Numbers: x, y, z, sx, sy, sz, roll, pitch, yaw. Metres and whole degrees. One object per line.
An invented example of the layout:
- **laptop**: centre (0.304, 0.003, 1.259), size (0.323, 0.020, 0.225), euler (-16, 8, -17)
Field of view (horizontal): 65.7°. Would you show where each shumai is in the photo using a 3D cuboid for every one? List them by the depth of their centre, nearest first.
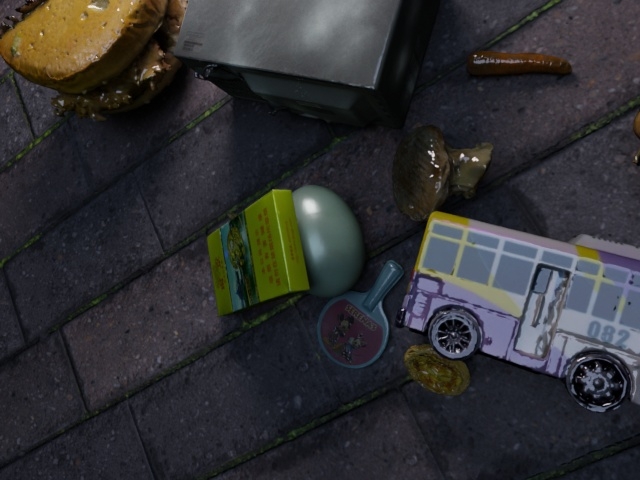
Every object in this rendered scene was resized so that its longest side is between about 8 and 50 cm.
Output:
- **shumai**: centre (0.227, -0.124, 0.932), size (0.152, 0.210, 0.162), euler (1, 126, -11)

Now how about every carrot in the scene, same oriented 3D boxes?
- **carrot**: centre (0.375, -0.335, 0.941), size (0.190, 0.047, 0.047), euler (6, 87, 15)

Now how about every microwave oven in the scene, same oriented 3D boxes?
- **microwave oven**: centre (-0.020, -0.429, 0.991), size (0.431, 0.236, 0.375), euler (17, 90, 21)

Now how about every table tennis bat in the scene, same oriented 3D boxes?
- **table tennis bat**: centre (0.089, 0.147, 1.002), size (0.152, 0.040, 0.244), euler (38, 102, 20)

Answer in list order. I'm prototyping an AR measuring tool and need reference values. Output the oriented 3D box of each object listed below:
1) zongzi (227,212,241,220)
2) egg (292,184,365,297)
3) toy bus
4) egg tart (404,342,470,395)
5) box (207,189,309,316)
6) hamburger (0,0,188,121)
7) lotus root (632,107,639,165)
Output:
- **zongzi**: centre (-0.166, -0.057, 1.120), size (0.076, 0.040, 0.083), euler (-41, 55, 5)
- **egg**: centre (0.000, 0.000, 0.976), size (0.167, 0.168, 0.231), euler (-22, 73, 17)
- **toy bus**: centre (0.374, 0.107, 0.806), size (0.439, 0.209, 0.250), euler (16, 90, 22)
- **egg tart**: centre (0.218, 0.235, 0.924), size (0.128, 0.049, 0.129), euler (18, 130, 23)
- **box**: centre (-0.139, 0.039, 0.993), size (0.335, 0.047, 0.187), euler (-25, 74, 54)
- **hamburger**: centre (-0.485, -0.421, 1.146), size (0.445, 0.268, 0.287), euler (-22, 75, 13)
- **lotus root**: centre (0.596, -0.154, 0.753), size (0.271, 0.192, 0.273), euler (-2, 102, -10)
